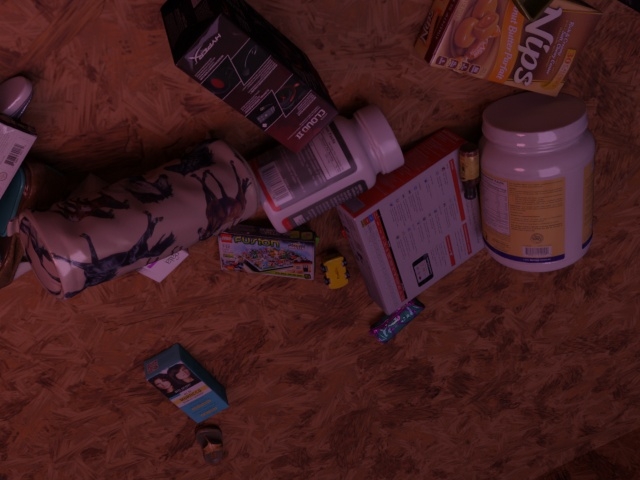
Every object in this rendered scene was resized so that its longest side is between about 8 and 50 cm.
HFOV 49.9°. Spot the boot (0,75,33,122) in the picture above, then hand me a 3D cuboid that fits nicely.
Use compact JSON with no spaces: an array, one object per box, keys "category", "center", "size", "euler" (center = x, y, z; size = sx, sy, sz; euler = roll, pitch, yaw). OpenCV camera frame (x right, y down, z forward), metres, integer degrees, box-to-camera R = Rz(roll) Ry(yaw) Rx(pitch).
[{"category":"boot","center":[-0.534,-0.195,1.170],"size":[0.190,0.069,0.086],"euler":[-36,146,14]}]

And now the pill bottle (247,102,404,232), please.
[{"category":"pill bottle","center":[0.009,-0.145,1.352],"size":[0.283,0.161,0.161],"euler":[-27,134,2]}]

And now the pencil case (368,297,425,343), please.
[{"category":"pencil case","center":[0.199,0.202,1.795],"size":[0.151,0.064,0.070],"euler":[-46,146,19]}]

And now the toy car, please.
[{"category":"toy car","center":[0.000,0.000,1.550],"size":[0.225,0.053,0.239],"euler":[9,125,-27]}]

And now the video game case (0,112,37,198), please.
[{"category":"video game case","center":[-0.606,-0.122,1.095],"size":[0.210,0.042,0.232],"euler":[23,111,-40]}]

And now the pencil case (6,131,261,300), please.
[{"category":"pencil case","center":[-0.320,-0.047,1.211],"size":[0.410,0.183,0.160],"euler":[-26,147,-28]}]

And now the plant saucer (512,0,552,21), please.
[{"category":"plant saucer","center":[0.357,-0.505,1.193],"size":[0.188,0.045,0.188],"euler":[-48,111,-15]}]

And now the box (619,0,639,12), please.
[{"category":"box","center":[0.607,-0.508,1.242],"size":[0.153,0.207,0.108],"euler":[-29,133,5]}]

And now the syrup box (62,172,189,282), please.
[{"category":"syrup box","center":[-0.381,-0.021,1.352],"size":[0.093,0.096,0.237],"euler":[-42,130,15]}]

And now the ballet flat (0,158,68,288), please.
[{"category":"ballet flat","center":[-0.571,-0.009,1.293],"size":[0.124,0.116,0.342],"euler":[5,128,-51]}]

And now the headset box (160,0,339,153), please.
[{"category":"headset box","center":[-0.107,-0.291,1.141],"size":[0.110,0.218,0.293],"euler":[-43,131,18]}]

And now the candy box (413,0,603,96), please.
[{"category":"candy box","center":[0.359,-0.401,1.318],"size":[0.316,0.087,0.183],"euler":[7,125,-25]}]

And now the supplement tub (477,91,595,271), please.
[{"category":"supplement tub","center":[0.461,-0.126,1.475],"size":[0.241,0.241,0.331],"euler":[-17,122,-7]}]

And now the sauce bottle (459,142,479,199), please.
[{"category":"sauce bottle","center":[0.312,-0.142,1.439],"size":[0.042,0.042,0.128],"euler":[-17,128,-7]}]

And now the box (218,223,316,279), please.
[{"category":"box","center":[-0.114,0.023,1.479],"size":[0.207,0.036,0.114],"euler":[6,131,6]}]

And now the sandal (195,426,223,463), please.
[{"category":"sandal","center":[-0.307,0.584,1.937],"size":[0.072,0.049,0.180],"euler":[-12,132,-11]}]

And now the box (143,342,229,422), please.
[{"category":"box","center":[-0.333,0.362,1.727],"size":[0.100,0.060,0.244],"euler":[-29,134,4]}]

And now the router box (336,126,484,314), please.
[{"category":"router box","center":[0.213,-0.034,1.536],"size":[0.301,0.082,0.335],"euler":[-34,135,-12]}]
